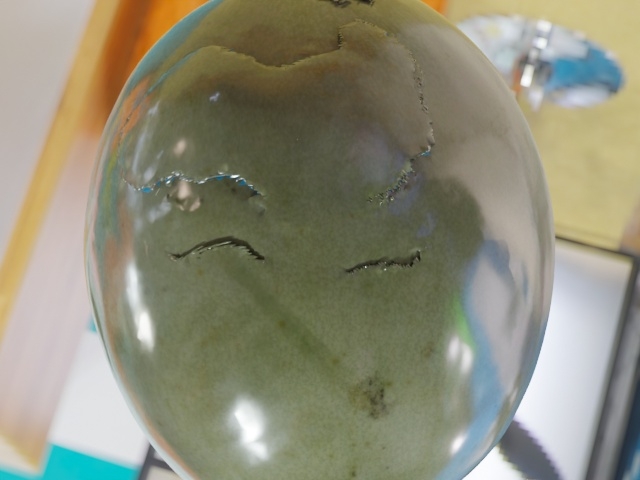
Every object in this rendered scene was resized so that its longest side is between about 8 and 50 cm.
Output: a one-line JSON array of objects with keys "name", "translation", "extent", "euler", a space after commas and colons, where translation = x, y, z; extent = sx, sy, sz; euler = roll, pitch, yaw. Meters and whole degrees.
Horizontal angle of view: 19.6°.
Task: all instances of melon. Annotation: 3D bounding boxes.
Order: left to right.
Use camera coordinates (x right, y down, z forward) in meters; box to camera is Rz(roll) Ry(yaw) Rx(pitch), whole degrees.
[{"name": "melon", "translation": [0.000, 0.000, 1.061], "extent": [0.268, 0.330, 0.268], "euler": [-7, -162, 2]}]

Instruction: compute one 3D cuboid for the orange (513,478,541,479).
[{"name": "orange", "translation": [0.220, 0.339, 1.876], "extent": [0.206, 0.206, 0.206], "euler": [15, 162, 5]}]
